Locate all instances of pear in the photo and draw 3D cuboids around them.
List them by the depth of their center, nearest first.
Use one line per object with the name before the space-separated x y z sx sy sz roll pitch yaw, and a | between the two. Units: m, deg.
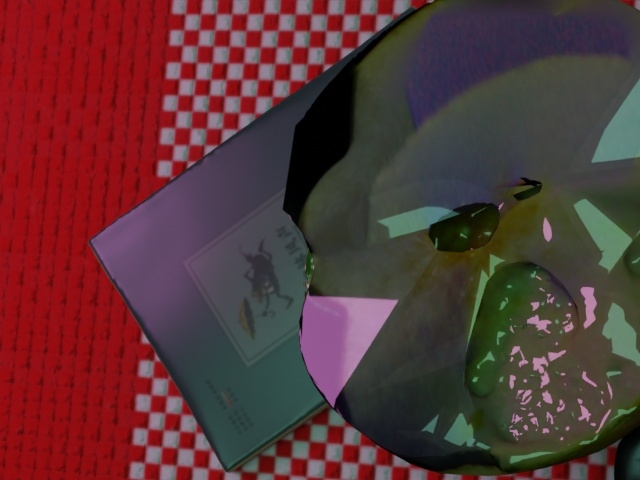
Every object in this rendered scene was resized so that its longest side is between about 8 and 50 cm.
pear | 0.167 0.007 1.467 0.398 0.165 0.399 -11 67 26

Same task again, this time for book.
book | 0.000 0.000 1.641 0.379 0.031 0.264 -34 74 10

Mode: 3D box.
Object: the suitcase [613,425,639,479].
suitcase | 0.386 0.305 1.412 0.339 0.188 0.345 6 83 13
